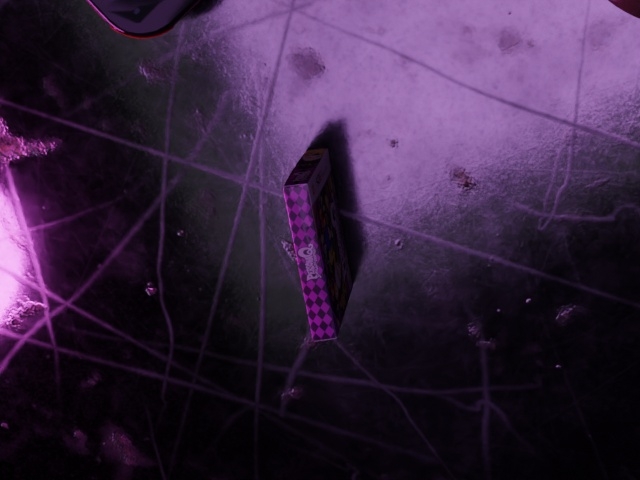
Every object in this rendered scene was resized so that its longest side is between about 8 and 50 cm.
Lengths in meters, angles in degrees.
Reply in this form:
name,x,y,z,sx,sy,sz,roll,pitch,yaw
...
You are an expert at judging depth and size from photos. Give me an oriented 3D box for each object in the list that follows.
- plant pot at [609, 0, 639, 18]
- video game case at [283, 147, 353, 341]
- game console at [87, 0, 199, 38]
name,x,y,z,sx,sy,sz,roll,pitch,yaw
plant pot,0.460,-0.404,1.334,0.215,0.215,0.230,25,125,0
video game case,0.000,0.000,1.524,0.041,0.210,0.232,-7,107,11
game console,-0.223,-0.506,1.413,0.386,0.060,0.342,-43,99,2
